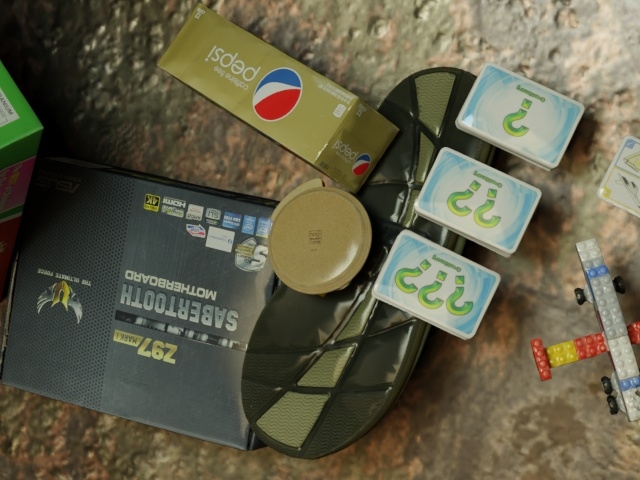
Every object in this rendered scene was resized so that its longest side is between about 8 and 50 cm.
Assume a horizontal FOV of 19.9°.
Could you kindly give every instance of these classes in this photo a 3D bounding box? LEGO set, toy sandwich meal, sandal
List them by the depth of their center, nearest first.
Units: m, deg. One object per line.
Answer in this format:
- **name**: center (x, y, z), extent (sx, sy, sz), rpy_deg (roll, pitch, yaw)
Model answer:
- **LEGO set**: center (0.180, 0.008, 1.217), extent (0.244, 0.060, 0.182), rpy_deg (27, 85, 6)
- **toy sandwich meal**: center (0.000, 0.000, 1.269), extent (0.085, 0.029, 0.086), rpy_deg (-6, 72, 20)
- **sandal**: center (0.051, 0.023, 1.305), extent (0.120, 0.086, 0.303), rpy_deg (28, 88, 27)

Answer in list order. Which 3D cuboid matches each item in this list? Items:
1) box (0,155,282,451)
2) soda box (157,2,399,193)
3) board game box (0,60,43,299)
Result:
- **box**: center (-0.127, 0.044, 1.393), extent (0.232, 0.059, 0.183), rpy_deg (13, 98, 24)
- **soda box**: center (-0.033, -0.104, 1.311), extent (0.181, 0.061, 0.058), rpy_deg (33, 90, 38)
- **board game box**: center (-0.311, -0.094, 1.362), extent (0.242, 0.064, 0.316), rpy_deg (56, 155, 12)
